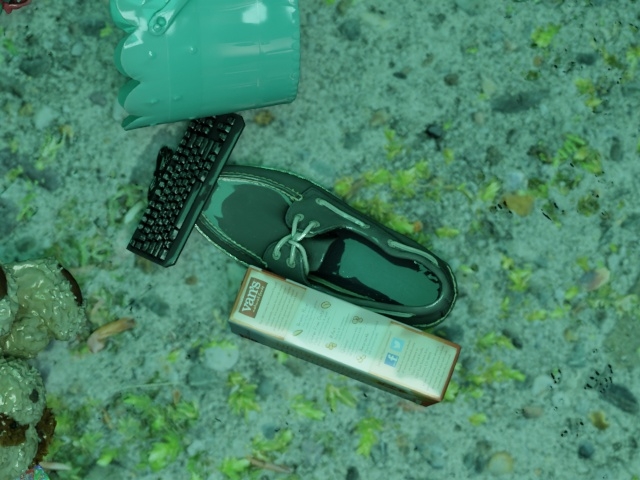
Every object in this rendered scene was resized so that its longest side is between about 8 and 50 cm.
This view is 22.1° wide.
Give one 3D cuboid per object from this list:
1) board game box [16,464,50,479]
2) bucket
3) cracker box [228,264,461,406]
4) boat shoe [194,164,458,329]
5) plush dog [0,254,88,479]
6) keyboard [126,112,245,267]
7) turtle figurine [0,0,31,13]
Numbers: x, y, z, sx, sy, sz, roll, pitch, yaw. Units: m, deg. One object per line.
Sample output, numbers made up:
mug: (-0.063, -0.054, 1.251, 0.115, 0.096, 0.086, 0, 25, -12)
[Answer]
board game box: (-0.361, 0.297, 1.740, 0.133, 0.033, 0.168, 39, 84, 4)
bucket: (-0.128, -0.255, 1.704, 0.183, 0.281, 0.281, -6, 83, -9)
cracker box: (0.022, 0.102, 1.713, 0.232, 0.156, 0.067, 20, 83, 1)
boat shoe: (0.000, 0.000, 1.754, 0.319, 0.099, 0.116, 26, 86, 3)
plush dog: (-0.355, 0.142, 1.666, 0.210, 0.262, 0.225, -16, 83, 13)
keyboard: (-0.154, -0.064, 1.766, 0.023, 0.108, 0.180, 32, 83, -41)
turtle figurine: (-0.393, -0.316, 1.776, 0.175, 0.118, 0.234, -24, 68, -19)
